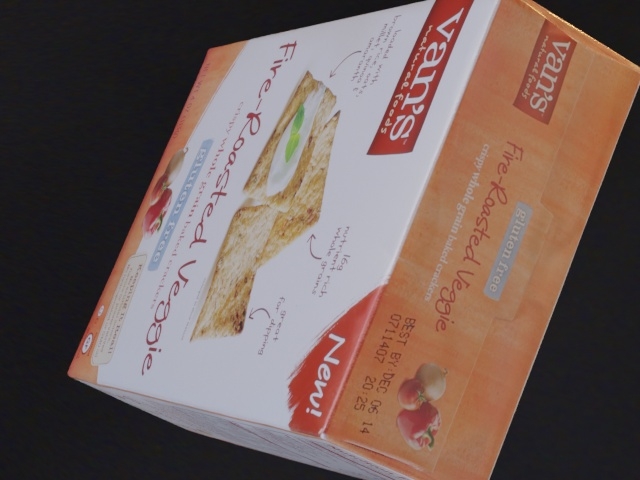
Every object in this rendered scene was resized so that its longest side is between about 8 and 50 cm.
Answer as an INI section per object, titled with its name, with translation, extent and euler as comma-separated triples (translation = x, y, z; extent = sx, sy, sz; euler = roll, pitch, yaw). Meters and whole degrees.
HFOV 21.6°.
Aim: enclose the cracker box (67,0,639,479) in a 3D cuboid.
[cracker box]
translation = 0.000, 0.000, 0.618
extent = 0.067, 0.232, 0.155
euler = 28, -103, -26
